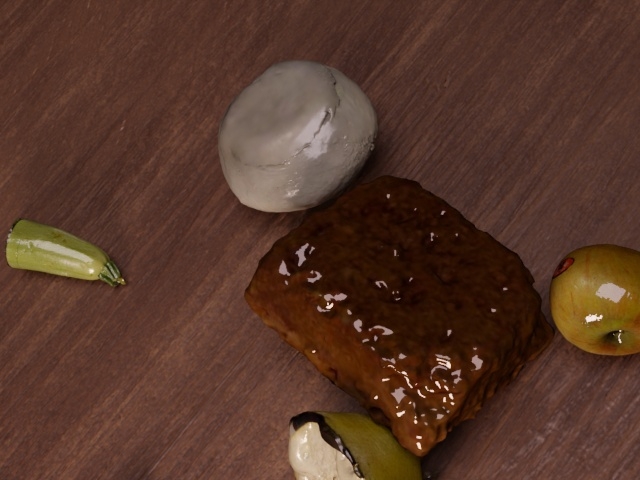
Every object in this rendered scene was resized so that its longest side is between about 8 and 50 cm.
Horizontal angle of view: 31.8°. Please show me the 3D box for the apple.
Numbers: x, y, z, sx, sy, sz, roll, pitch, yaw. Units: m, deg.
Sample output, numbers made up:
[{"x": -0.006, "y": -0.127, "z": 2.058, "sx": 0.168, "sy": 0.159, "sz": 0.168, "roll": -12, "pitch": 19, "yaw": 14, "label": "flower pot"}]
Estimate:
[{"x": 0.435, "y": 0.086, "z": 1.689, "sx": 0.182, "sy": 0.182, "sz": 0.155, "roll": -3, "pitch": 50, "yaw": 13, "label": "apple"}]

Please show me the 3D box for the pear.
[{"x": 0.077, "y": 0.350, "z": 1.666, "sx": 0.178, "sy": 0.267, "sz": 0.267, "roll": -22, "pitch": 57, "yaw": -33, "label": "pear"}]

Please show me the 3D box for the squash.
[{"x": -0.444, "y": 0.036, "z": 1.992, "sx": 0.224, "sy": 0.094, "sz": 0.094, "roll": 18, "pitch": 71, "yaw": 12, "label": "squash"}]

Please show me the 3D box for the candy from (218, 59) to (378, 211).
[{"x": -0.036, "y": -0.167, "z": 1.917, "sx": 0.295, "sy": 0.185, "sz": 0.295, "roll": -12, "pitch": 64, "yaw": 27, "label": "candy"}]

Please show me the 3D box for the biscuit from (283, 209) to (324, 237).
[{"x": 0.000, "y": 0.000, "z": 1.922, "sx": 0.130, "sy": 0.019, "sz": 0.102, "roll": -30, "pitch": 64, "yaw": -1, "label": "biscuit"}]

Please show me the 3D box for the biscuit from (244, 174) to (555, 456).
[{"x": 0.126, "y": 0.087, "z": 1.705, "sx": 0.395, "sy": 0.166, "sz": 0.342, "roll": 38, "pitch": 48, "yaw": 24, "label": "biscuit"}]
